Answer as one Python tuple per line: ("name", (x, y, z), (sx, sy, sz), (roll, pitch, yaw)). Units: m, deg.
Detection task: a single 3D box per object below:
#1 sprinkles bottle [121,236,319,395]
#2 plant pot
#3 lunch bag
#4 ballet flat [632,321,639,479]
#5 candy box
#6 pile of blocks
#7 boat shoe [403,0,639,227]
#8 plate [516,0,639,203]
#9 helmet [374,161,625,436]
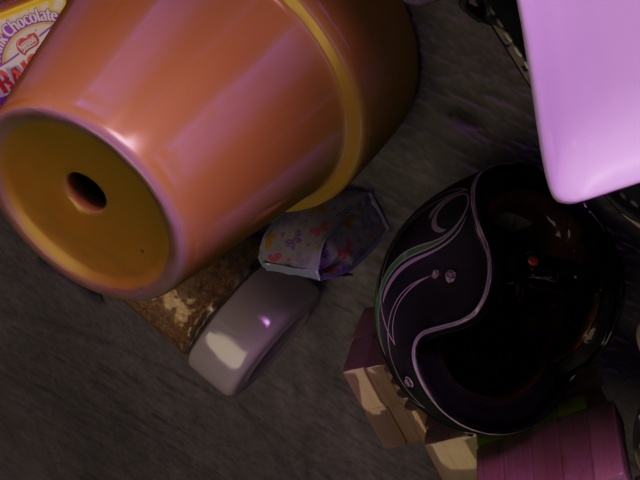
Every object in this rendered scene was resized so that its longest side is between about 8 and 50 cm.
("sprinkles bottle", (-0.169, -0.023, 1.679), (0.355, 0.121, 0.121), (40, 149, 8))
("plant pot", (-0.097, -0.095, 1.366), (0.254, 0.239, 0.254), (22, 138, 21))
("lunch bag", (0.000, 0.000, 1.543), (0.071, 0.083, 0.053), (7, 133, 45))
("ballet flat", (0.260, 0.118, 1.345), (0.147, 0.147, 0.409), (28, 145, 25))
("candy box", (-0.196, -0.153, 1.560), (0.206, 0.027, 0.105), (-17, 115, 25))
("pile of blocks", (0.141, 0.146, 1.481), (0.112, 0.149, 0.362), (62, 171, -28))
("boat shoe", (0.113, -0.197, 1.075), (0.187, 0.156, 0.500), (0, 123, 45))
("plate", (0.218, -0.171, 0.969), (0.045, 0.277, 0.278), (-108, 1, -51))
("helmet", (0.115, 0.045, 1.375), (0.169, 0.169, 0.161), (41, 129, 5))
